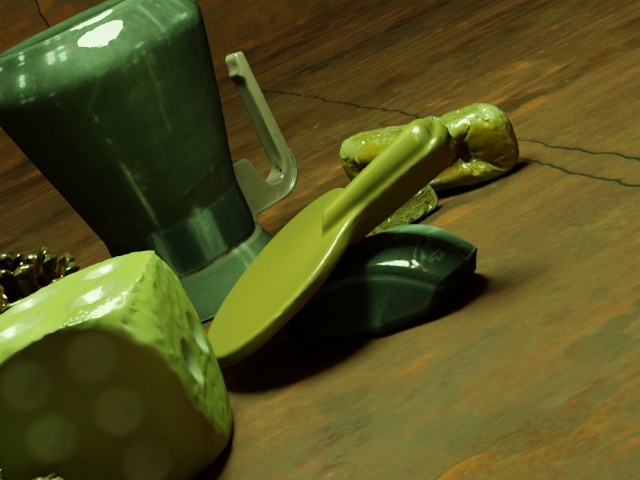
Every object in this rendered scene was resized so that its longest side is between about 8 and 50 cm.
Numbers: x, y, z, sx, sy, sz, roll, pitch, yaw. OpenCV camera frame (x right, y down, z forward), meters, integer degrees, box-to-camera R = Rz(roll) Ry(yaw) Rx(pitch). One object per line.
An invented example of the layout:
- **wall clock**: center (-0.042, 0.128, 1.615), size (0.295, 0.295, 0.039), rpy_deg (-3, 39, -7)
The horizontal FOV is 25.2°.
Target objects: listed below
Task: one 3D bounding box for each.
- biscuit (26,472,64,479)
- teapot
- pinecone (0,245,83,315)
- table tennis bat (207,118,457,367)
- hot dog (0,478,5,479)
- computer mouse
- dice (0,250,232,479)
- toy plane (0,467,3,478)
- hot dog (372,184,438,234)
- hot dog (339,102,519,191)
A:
- **biscuit**: center (-0.234, 0.242, 1.046), size (0.070, 0.082, 0.168), rpy_deg (-3, 20, 37)
- **teapot**: center (-0.178, -0.100, 1.595), size (0.300, 0.344, 0.253), rpy_deg (-34, 19, -31)
- **pinecone**: center (-0.266, 0.103, 1.364), size (0.149, 0.195, 0.179), rpy_deg (-4, 14, 12)
- **table tennis bat**: center (0.000, 0.000, 1.298), size (0.321, 0.050, 0.198), rpy_deg (-41, 15, 28)
- **hot dog**: center (-0.197, 0.234, 0.913), size (0.259, 0.114, 0.175), rpy_deg (13, 39, 37)
- **computer mouse**: center (0.044, 0.030, 1.325), size (0.231, 0.071, 0.126), rpy_deg (-11, 20, 44)
- **dice**: center (-0.178, 0.121, 1.185), size (0.166, 0.169, 0.169), rpy_deg (-24, 14, 6)
- **toy plane**: center (-0.310, 0.226, 1.318), size (0.084, 0.024, 0.078), rpy_deg (-31, -2, -19)
- **hot dog**: center (0.085, -0.028, 1.537), size (0.090, 0.030, 0.034), rpy_deg (-34, 9, -28)
- **hot dog**: center (0.110, -0.091, 1.609), size (0.242, 0.084, 0.073), rpy_deg (-9, 21, 44)
